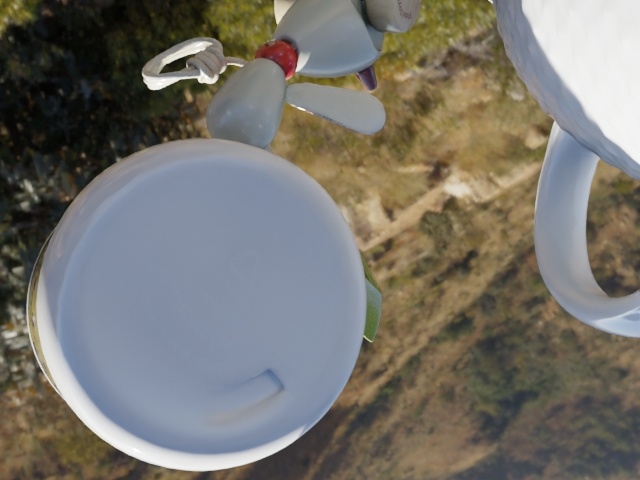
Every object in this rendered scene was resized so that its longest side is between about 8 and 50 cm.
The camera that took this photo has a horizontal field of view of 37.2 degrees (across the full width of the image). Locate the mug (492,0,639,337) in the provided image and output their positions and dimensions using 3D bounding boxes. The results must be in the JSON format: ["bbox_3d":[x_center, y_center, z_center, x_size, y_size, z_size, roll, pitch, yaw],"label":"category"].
[{"bbox_3d":[0.240,-0.118,0.604,0.276,0.328,0.374,16,101,-18],"label":"mug"}]

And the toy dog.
[{"bbox_3d":[-0.009,-0.179,1.054,0.334,0.220,0.161,-39,129,-24],"label":"toy dog"}]

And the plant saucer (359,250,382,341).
[{"bbox_3d":[0.000,0.000,1.079,0.045,0.188,0.188,-36,135,10],"label":"plant saucer"}]

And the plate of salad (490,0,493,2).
[{"bbox_3d":[0.130,-0.304,0.858,0.048,0.199,0.200,-13,159,31],"label":"plate of salad"}]

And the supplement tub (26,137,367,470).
[{"bbox_3d":[-0.123,0.054,0.811,0.241,0.241,0.331,-14,180,-20],"label":"supplement tub"}]
